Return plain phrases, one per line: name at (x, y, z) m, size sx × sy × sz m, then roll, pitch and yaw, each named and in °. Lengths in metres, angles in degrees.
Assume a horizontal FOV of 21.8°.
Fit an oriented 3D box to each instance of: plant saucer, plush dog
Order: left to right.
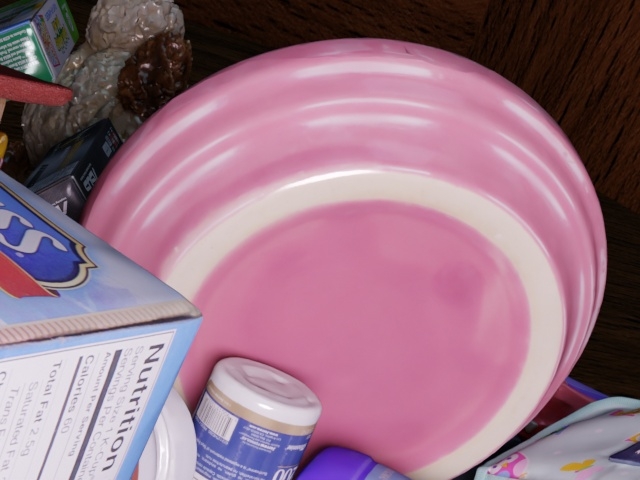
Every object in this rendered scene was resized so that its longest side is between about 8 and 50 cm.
plush dog at (-0.173, -0.077, 1.477) m, size 0.211 × 0.262 × 0.225 m, roll -22°, pitch 24°, yaw -25°
plant saucer at (0.015, 0.043, 0.999) m, size 0.332 × 0.332 × 0.084 m, roll 19°, pitch 28°, yaw -19°

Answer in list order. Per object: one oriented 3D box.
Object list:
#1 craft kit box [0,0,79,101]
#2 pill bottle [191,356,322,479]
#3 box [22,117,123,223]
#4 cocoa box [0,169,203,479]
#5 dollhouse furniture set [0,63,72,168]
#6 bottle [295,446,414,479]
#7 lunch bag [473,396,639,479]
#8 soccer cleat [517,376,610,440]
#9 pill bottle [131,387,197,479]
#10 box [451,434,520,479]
craft kit box at (-0.326, -0.126, 1.341) m, size 0.250 × 0.061 × 0.246 m, roll -21°, pitch 18°, yaw 2°
pill bottle at (-0.051, 0.133, 0.942) m, size 0.067 × 0.120 × 0.067 m, roll 23°, pitch 13°, yaw -5°
box at (-0.140, 0.020, 1.178) m, size 0.183 × 0.056 × 0.231 m, roll 61°, pitch 6°, yaw -12°
cocoa box at (-0.266, 0.045, 0.606) m, size 0.347 × 0.231 × 0.228 m, roll 33°, pitch 19°, yaw 25°
dollhouse furniture set at (-0.357, -0.065, 1.075) m, size 0.374 × 0.201 × 0.152 m, roll 24°, pitch 11°, yaw 35°
bottle at (0.106, 0.216, 0.942) m, size 0.283 × 0.092 × 0.118 m, roll 26°, pitch 10°, yaw 10°
lunch bag at (0.250, 0.187, 1.028) m, size 0.262 × 0.160 × 0.223 m, roll 24°, pitch -13°, yaw -35°
soccer cleat at (0.256, 0.174, 1.447) m, size 0.248 × 0.083 × 0.095 m, roll 25°, pitch 7°, yaw 19°
pill bottle at (-0.161, 0.111, 0.833) m, size 0.121 × 0.121 × 0.216 m, roll 30°, pitch 13°, yaw 29°
box at (0.045, 0.129, 1.208) m, size 0.156 × 0.093 × 0.158 m, roll 21°, pitch 14°, yaw -11°
